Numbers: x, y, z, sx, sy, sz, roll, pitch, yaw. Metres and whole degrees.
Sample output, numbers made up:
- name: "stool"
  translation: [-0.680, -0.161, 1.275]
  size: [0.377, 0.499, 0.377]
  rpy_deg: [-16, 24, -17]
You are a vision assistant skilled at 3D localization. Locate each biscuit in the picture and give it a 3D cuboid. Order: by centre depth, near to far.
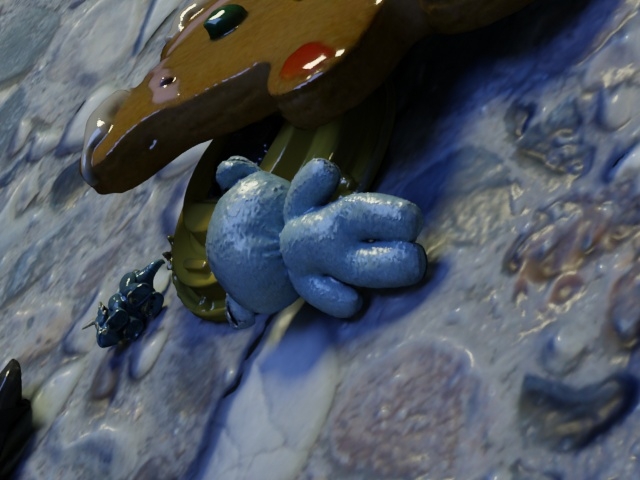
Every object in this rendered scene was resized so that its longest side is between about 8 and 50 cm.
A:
- name: "biscuit"
  translation: [0.016, -0.176, 1.388]
  size: [0.432, 0.064, 0.283]
  rpy_deg: [-17, 29, 39]

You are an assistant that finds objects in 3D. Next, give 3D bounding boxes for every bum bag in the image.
- name: "bum bag"
  translation: [-0.275, 0.182, 1.529]
  size: [0.087, 0.049, 0.198]
  rpy_deg: [126, 167, -63]

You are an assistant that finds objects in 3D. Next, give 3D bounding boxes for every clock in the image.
- name: "clock"
  translation: [-0.042, -0.050, 1.423]
  size: [0.237, 0.057, 0.237]
  rpy_deg: [-39, 30, 28]

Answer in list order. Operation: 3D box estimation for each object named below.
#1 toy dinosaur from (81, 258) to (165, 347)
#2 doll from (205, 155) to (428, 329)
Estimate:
- name: "toy dinosaur"
  translation: [-0.150, 0.049, 1.503]
  size: [0.083, 0.030, 0.047]
  rpy_deg: [-50, 29, 6]
- name: "doll"
  translation: [0.002, 0.000, 1.282]
  size: [0.179, 0.075, 0.120]
  rpy_deg: [-2, 88, 32]
